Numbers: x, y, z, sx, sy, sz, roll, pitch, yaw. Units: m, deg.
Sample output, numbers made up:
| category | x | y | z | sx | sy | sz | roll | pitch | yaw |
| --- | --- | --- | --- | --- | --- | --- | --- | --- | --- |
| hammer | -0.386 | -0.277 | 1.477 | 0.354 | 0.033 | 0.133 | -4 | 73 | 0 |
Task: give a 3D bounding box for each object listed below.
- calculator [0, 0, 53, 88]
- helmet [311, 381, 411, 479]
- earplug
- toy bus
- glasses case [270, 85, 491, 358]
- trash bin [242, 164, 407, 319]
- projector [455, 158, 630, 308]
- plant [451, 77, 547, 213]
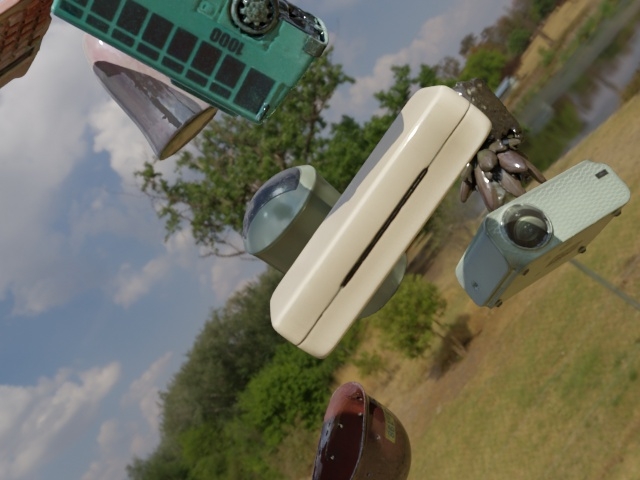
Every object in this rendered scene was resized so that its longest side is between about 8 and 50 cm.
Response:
| category | x | y | z | sx | sy | sz | roll | pitch | yaw |
| --- | --- | --- | --- | --- | --- | --- | --- | --- | --- |
| calculator | -0.574 | -0.360 | 1.224 | 0.329 | 0.048 | 0.220 | -30 | 19 | 49 |
| helmet | 0.063 | 0.281 | 0.900 | 0.155 | 0.106 | 0.175 | -62 | 19 | 18 |
| earplug | -0.380 | -0.338 | 1.421 | 0.172 | 0.301 | 0.172 | -42 | 4 | 4 |
| toy bus | -0.131 | -0.236 | 0.706 | 0.147 | 0.256 | 0.128 | -54 | 21 | 25 |
| glasses case | 0.063 | -0.026 | 0.804 | 0.336 | 0.076 | 0.144 | -55 | 10 | 7 |
| trash bin | 0.000 | 0.000 | 1.805 | 0.280 | 0.432 | 0.280 | -41 | 26 | 25 |
| projector | 0.364 | -0.006 | 1.117 | 0.250 | 0.108 | 0.198 | -27 | -22 | -15 |
| plant | 0.399 | -0.225 | 1.608 | 0.181 | 0.321 | 0.194 | -21 | -12 | -36 |
